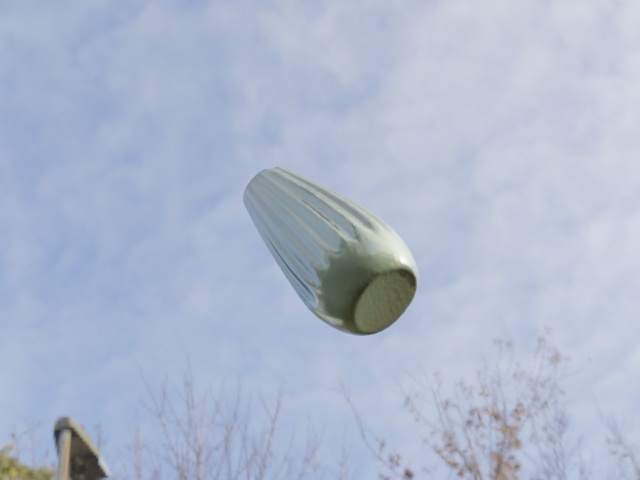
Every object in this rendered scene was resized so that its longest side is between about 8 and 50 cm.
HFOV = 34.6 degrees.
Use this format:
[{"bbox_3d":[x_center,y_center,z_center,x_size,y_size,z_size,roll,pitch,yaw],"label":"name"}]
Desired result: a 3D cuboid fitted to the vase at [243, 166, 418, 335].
[{"bbox_3d":[0.000,0.000,1.172,0.128,0.248,0.128,-23,-45,-26],"label":"vase"}]
